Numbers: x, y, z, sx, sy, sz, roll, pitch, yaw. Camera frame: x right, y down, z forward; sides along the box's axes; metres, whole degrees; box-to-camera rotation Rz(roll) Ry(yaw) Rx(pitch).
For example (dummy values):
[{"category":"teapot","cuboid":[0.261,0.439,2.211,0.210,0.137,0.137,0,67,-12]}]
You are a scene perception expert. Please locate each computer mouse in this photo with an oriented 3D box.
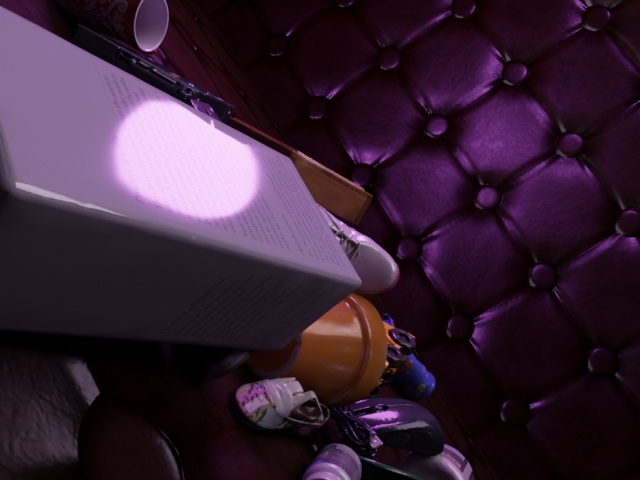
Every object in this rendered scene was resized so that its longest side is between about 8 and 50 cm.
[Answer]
[{"category":"computer mouse","cuboid":[0.137,0.340,1.129,0.272,0.072,0.188,20,5,-33]}]

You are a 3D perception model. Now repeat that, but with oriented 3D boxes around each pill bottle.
[{"category":"pill bottle","cuboid":[0.241,0.514,1.264,0.162,0.162,0.278,60,8,20]},{"category":"pill bottle","cuboid":[0.013,0.351,0.865,0.078,0.078,0.137,58,8,8]}]

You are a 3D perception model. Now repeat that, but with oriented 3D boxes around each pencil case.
[{"category":"pencil case","cuboid":[0.257,0.389,1.979,0.306,0.119,0.133,54,0,-20]}]

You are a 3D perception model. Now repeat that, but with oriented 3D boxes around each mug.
[{"category":"mug","cuboid":[-0.406,-0.438,1.193,0.113,0.169,0.150,-57,163,-45]}]

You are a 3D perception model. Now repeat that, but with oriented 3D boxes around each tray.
[{"category":"tray","cuboid":[-0.075,-0.165,1.295,0.203,0.076,0.411,25,8,-32]}]

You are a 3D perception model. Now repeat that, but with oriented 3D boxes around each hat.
[{"category":"hat","cuboid":[0.071,0.454,0.969,0.208,0.183,0.173,15,-20,14]}]

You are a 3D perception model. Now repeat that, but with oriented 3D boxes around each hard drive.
[{"category":"hard drive","cuboid":[-0.322,-0.317,1.209,0.237,0.064,0.339,30,8,1]}]

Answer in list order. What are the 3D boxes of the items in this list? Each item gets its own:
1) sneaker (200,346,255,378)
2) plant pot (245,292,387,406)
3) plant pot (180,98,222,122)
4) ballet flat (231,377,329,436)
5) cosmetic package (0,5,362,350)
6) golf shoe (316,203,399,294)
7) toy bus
[{"category":"sneaker","cuboid":[-0.161,0.072,0.859,0.153,0.099,0.282,53,8,-19]},{"category":"plant pot","cuboid":[-0.023,0.174,1.004,0.188,0.205,0.205,19,36,-51]},{"category":"plant pot","cuboid":[-0.231,-0.134,1.000,0.188,0.167,0.187,55,8,-4]},{"category":"ballet flat","cuboid":[-0.048,0.247,0.903,0.221,0.079,0.077,44,18,-55]},{"category":"cosmetic package","cuboid":[-0.171,-0.027,0.630,0.453,0.161,0.230,21,34,-54]},{"category":"golf shoe","cuboid":[0.000,0.000,1.081,0.306,0.115,0.140,28,-10,15]},{"category":"toy bus","cuboid":[0.109,0.269,1.513,0.211,0.149,0.220,39,25,14]}]
